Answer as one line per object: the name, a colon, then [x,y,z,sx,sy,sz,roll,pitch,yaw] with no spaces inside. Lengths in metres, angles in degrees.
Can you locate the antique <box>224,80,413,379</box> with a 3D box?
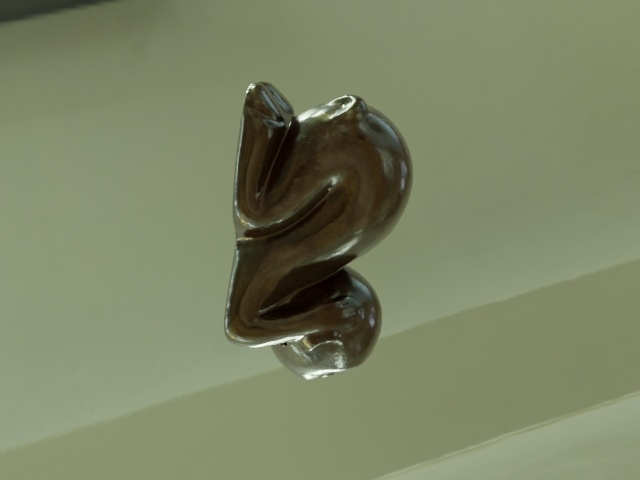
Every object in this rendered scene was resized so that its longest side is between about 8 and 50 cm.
antique: [0.000,0.000,1.152,0.144,0.121,0.256,9,-78,8]
